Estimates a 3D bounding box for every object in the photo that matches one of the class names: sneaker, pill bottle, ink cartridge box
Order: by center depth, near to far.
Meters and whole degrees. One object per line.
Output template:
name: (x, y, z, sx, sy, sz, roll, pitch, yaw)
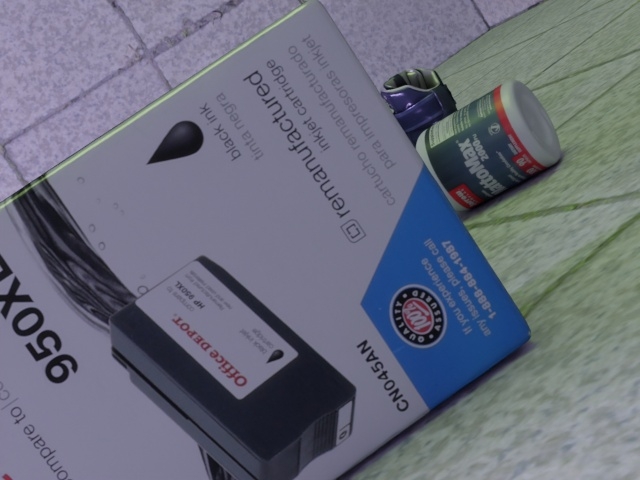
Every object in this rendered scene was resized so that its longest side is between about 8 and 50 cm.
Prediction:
ink cartridge box: (-0.099, 0.059, 0.853, 0.395, 0.285, 0.166, -35, 8, -7)
pill bottle: (0.172, -0.095, 1.361, 0.180, 0.108, 0.108, -30, 8, 28)
sneaker: (0.130, -0.158, 1.724, 0.086, 0.163, 0.226, -40, 9, -32)
